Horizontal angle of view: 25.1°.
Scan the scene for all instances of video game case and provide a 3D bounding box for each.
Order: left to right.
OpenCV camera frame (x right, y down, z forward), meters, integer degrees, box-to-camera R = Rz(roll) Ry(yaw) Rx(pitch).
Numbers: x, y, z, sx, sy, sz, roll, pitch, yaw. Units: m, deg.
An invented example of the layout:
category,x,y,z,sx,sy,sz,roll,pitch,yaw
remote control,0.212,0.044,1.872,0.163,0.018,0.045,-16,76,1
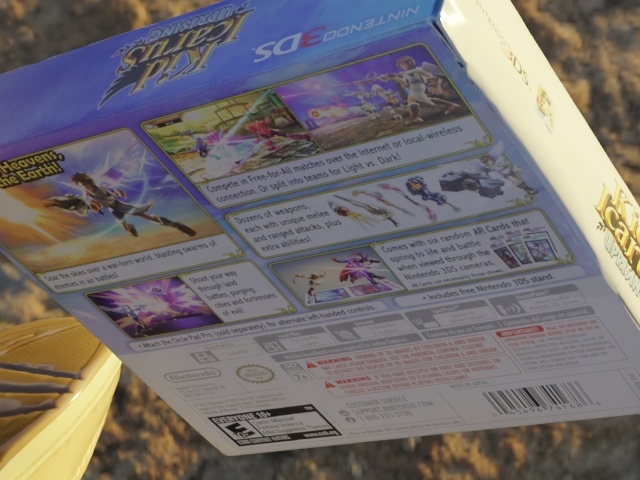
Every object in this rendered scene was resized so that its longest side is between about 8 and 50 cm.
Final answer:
category,x,y,z,sx,sy,sz,roll,pitch,yaw
video game case,0.000,0.000,0.642,0.269,0.244,0.061,-11,47,33

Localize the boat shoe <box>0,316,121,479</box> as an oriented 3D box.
category,x,y,z,sx,sy,sz,roll,pitch,yaw
boat shoe,-0.208,0.167,0.797,0.121,0.110,0.341,2,33,26
